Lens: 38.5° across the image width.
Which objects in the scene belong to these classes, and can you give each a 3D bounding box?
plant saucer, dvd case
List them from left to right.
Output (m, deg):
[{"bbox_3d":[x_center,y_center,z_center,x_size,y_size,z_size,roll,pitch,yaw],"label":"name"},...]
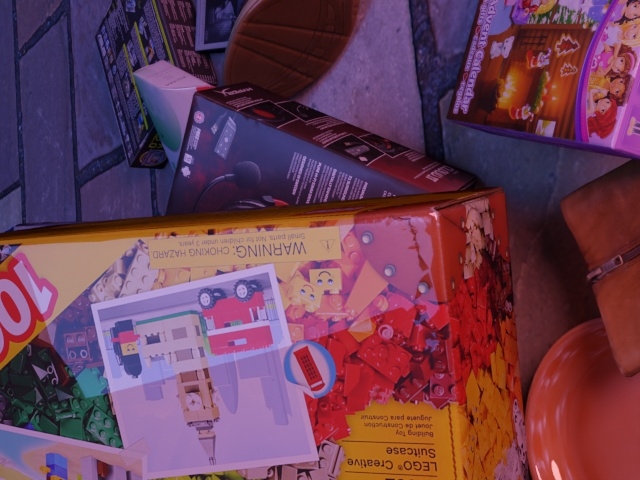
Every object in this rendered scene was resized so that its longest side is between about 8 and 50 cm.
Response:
[{"bbox_3d":[-0.095,-0.339,1.190,0.238,0.029,0.179,12,100,55],"label":"dvd case"},{"bbox_3d":[0.241,0.157,0.699,0.200,0.037,0.200,-3,87,55],"label":"plant saucer"}]

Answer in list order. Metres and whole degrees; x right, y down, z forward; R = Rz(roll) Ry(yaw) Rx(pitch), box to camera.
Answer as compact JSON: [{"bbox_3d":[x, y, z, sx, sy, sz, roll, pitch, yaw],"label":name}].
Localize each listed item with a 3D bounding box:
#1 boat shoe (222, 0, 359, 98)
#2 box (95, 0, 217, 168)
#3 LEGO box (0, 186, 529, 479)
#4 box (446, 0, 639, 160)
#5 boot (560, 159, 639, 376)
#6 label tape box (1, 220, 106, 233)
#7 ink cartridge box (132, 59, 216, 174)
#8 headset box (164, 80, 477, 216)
[{"bbox_3d":[-0.015,-0.304,1.016,0.123,0.123,0.342,-99,30,-43],"label":"boat shoe"},{"bbox_3d":[-0.258,-0.278,1.397,0.216,0.060,0.270,-47,53,43],"label":"box"},{"bbox_3d":[-0.088,0.163,0.782,0.500,0.193,0.373,-4,95,27],"label":"LEGO box"},{"bbox_3d":[0.205,-0.214,0.676,0.201,0.057,0.293,25,102,61],"label":"box"},{"bbox_3d":[0.285,0.015,0.563,0.280,0.096,0.264,-42,55,40],"label":"boot"},{"bbox_3d":[-0.255,0.028,1.225,0.347,0.249,0.115,-2,90,56],"label":"label tape box"},{"bbox_3d":[-0.147,-0.120,1.172,0.224,0.056,0.181,37,151,50],"label":"ink cartridge box"},{"bbox_3d":[0.000,0.000,0.891,0.293,0.110,0.218,25,114,17],"label":"headset box"}]
